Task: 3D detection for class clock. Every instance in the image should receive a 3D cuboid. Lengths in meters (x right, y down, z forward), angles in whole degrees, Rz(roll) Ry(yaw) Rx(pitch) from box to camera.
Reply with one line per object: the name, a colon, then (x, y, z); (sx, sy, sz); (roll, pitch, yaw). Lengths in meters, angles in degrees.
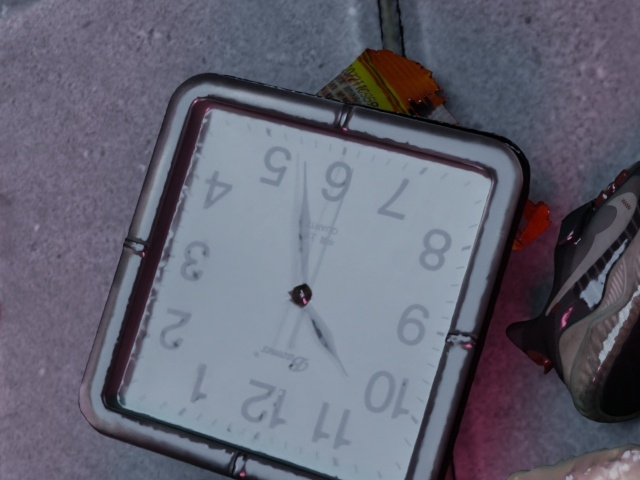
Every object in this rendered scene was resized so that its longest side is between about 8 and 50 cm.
clock: (-0.012, 0.035, 1.177); (0.273, 0.049, 0.278); (16, 86, 21)

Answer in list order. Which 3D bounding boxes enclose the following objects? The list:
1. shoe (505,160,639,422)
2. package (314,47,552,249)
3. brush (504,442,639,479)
shoe: (0.205, 0.007, 1.142); (0.112, 0.099, 0.227); (21, 86, 43)
package: (0.004, 0.004, 1.262); (0.288, 0.108, 0.223); (-45, 59, 10)
brush: (0.197, 0.266, 1.011); (0.174, 0.166, 0.266); (-11, 70, 29)
